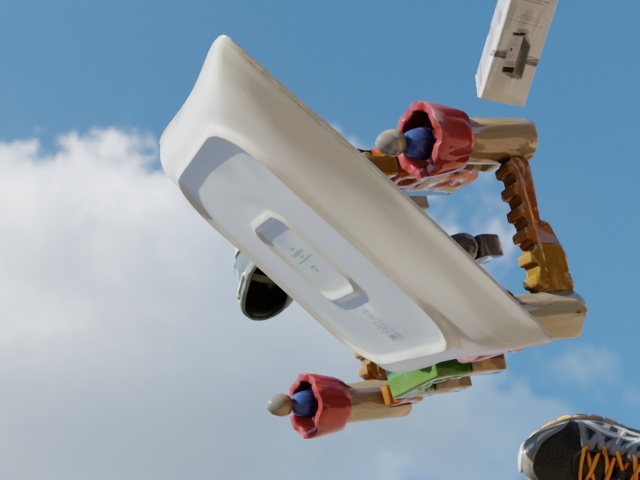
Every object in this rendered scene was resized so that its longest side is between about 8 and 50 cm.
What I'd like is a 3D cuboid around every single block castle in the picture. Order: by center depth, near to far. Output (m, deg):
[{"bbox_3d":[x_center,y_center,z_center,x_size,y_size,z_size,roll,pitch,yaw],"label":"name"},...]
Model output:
[{"bbox_3d":[0.083,0.045,1.542,0.213,0.303,0.453,-2,-19,-29],"label":"block castle"}]

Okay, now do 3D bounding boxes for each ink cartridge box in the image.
[{"bbox_3d":[0.227,-0.236,1.494,0.056,0.099,0.135,13,-64,-2],"label":"ink cartridge box"}]

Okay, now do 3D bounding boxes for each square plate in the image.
[{"bbox_3d":[0.000,0.000,1.117,0.344,0.347,0.049,43,-106,-5],"label":"square plate"}]

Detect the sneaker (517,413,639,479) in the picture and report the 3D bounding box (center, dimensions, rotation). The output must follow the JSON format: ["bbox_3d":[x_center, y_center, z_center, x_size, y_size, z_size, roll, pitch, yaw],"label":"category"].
[{"bbox_3d":[0.307,0.227,1.292,0.215,0.083,0.084,3,-82,0],"label":"sneaker"}]

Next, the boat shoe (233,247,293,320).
[{"bbox_3d":[-0.018,0.014,1.505,0.116,0.099,0.319,15,-24,-21],"label":"boat shoe"}]
